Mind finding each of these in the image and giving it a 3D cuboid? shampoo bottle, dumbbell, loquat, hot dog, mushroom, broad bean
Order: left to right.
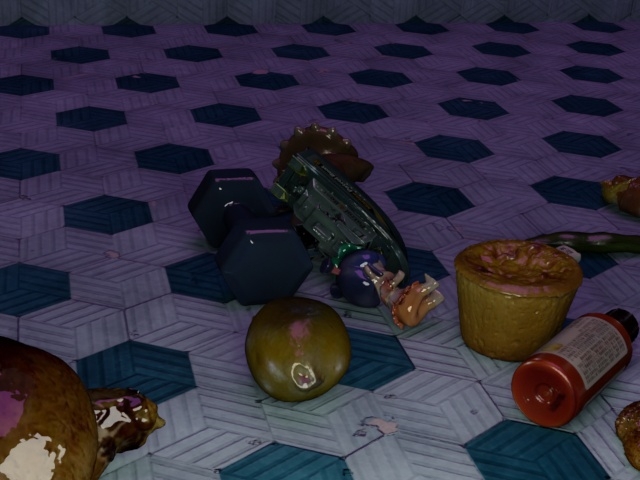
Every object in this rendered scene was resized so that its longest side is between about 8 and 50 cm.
[{"bbox_3d":[-0.396,0.257,1.242,0.331,0.356,0.334,10,62,10],"label":"mushroom"},{"bbox_3d":[-0.129,-0.012,1.930,0.160,0.144,0.325,-2,23,-17],"label":"dumbbell"},{"bbox_3d":[-0.032,0.157,1.561,0.152,0.152,0.195,1,16,-5],"label":"loquat"},{"bbox_3d":[0.411,0.042,2.006,0.141,0.034,0.049,-16,37,-36],"label":"shampoo bottle"},{"bbox_3d":[0.389,0.173,1.619,0.104,0.104,0.278,19,28,33],"label":"shampoo bottle"},{"bbox_3d":[0.527,0.005,2.087,0.297,0.043,0.060,2,-3,-4],"label":"broad bean"},{"bbox_3d":[0.686,-0.094,2.270,0.261,0.093,0.123,23,31,38],"label":"hot dog"}]

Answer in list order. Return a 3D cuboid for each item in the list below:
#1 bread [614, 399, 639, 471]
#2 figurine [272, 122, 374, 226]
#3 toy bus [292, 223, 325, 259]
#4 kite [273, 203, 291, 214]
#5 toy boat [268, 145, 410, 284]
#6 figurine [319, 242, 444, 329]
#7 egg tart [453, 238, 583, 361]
[{"bbox_3d":[0.492,0.264,1.477,0.193,0.064,0.193,-1,25,0],"label":"bread"},{"bbox_3d":[-0.017,-0.139,2.173,0.173,0.177,0.247,38,42,13],"label":"figurine"},{"bbox_3d":[0.000,0.000,2.000,0.123,0.075,0.060,-11,66,-29],"label":"toy bus"},{"bbox_3d":[-0.146,-0.062,2.203,0.232,0.009,0.189,4,23,0],"label":"kite"},{"bbox_3d":[0.043,-0.028,1.916,0.296,0.114,0.122,44,46,6],"label":"toy boat"},{"bbox_3d":[0.095,0.072,1.798,0.195,0.111,0.102,29,65,37],"label":"figurine"},{"bbox_3d":[0.304,0.098,1.724,0.203,0.147,0.202,2,22,-1],"label":"egg tart"}]
